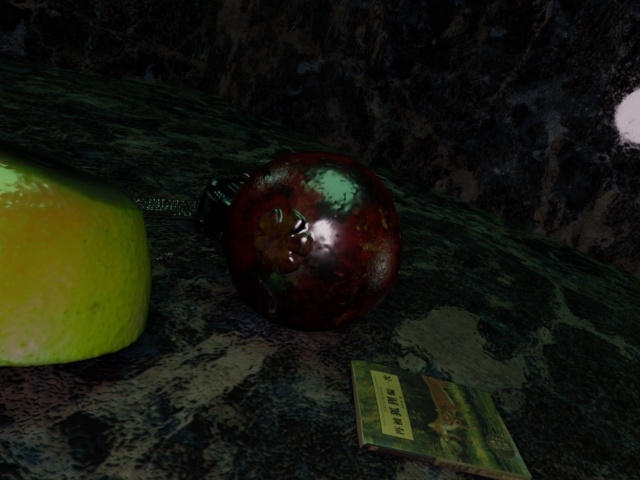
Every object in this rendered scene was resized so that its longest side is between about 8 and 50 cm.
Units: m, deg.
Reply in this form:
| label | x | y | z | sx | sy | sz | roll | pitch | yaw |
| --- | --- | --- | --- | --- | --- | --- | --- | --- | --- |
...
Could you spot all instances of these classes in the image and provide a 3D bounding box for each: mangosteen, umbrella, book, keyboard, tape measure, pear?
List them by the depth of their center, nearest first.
| label | x | y | z | sx | sy | sz | roll | pitch | yaw |
| --- | --- | --- | --- | --- | --- | --- | --- | --- | --- |
| pear | -0.361 | -0.024 | 0.532 | 0.398 | 0.165 | 0.399 | 24 | 3 | -1 |
| book | 0.154 | 0.243 | 0.663 | 0.228 | 0.024 | 0.160 | 17 | 22 | -9 |
| mangosteen | -0.008 | 0.005 | 0.784 | 0.310 | 0.312 | 0.311 | 17 | 20 | -6 |
| umbrella | -0.269 | 0.025 | 0.871 | 0.022 | 0.013 | 0.122 | 4 | 13 | 26 |
| tape measure | -0.167 | -0.064 | 1.049 | 0.199 | 0.112 | 0.186 | 35 | 28 | 26 |
| keyboard | -0.323 | -0.069 | 1.058 | 0.231 | 0.023 | 0.072 | 0 | 30 | -43 |
